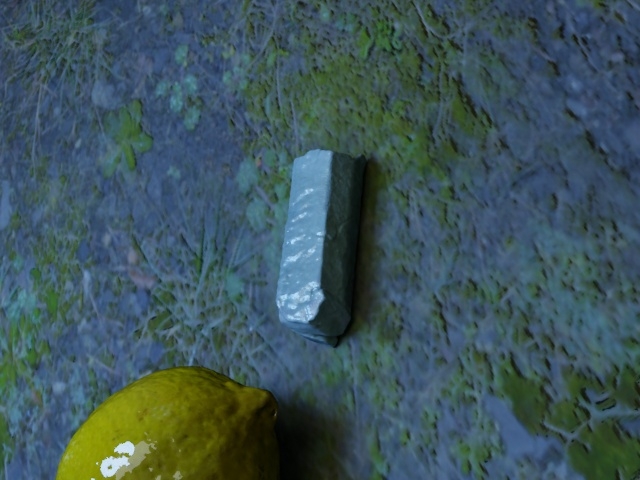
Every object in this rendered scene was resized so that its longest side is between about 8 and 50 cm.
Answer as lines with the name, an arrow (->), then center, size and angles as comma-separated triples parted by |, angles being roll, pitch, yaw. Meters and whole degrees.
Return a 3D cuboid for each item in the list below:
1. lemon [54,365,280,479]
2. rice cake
lemon -> -0.141, 0.218, 0.911 | 0.256, 0.188, 0.188 | -41, 50, 5
rice cake -> 0.000, 0.001, 0.998 | 0.063, 0.069, 0.206 | -10, 63, 32
